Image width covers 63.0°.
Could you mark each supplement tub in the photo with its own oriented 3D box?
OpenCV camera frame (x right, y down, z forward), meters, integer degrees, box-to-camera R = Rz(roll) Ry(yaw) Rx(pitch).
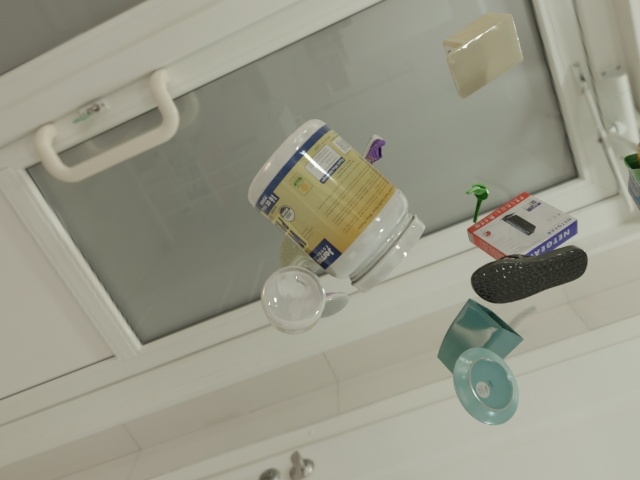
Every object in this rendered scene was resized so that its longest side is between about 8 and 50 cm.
[{"bbox_3d":[0.034,-0.066,1.071,0.316,0.228,0.228,42,11,-1],"label":"supplement tub"},{"bbox_3d":[-0.063,0.147,1.236,0.199,0.144,0.144,99,-27,-75],"label":"supplement tub"}]

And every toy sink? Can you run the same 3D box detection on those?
[{"bbox_3d":[0.472,-0.567,1.603,0.153,0.234,0.131,58,-4,-32],"label":"toy sink"}]

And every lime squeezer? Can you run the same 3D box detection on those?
[{"bbox_3d":[0.580,-0.168,1.950,0.059,0.110,0.310,43,1,26],"label":"lime squeezer"}]

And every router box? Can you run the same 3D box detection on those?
[{"bbox_3d":[0.861,-0.042,2.243,0.301,0.335,0.082,46,-16,51],"label":"router box"}]

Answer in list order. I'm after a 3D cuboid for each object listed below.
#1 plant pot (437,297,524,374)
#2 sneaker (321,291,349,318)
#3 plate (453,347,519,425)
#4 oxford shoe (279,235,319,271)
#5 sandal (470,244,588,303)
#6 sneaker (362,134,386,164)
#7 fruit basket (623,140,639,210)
[{"bbox_3d":[0.523,0.352,1.778,0.165,0.234,0.166,27,15,-41],"label":"plant pot"},{"bbox_3d":[-0.045,0.215,1.949,0.161,0.282,0.102,-117,-162,-44],"label":"sneaker"},{"bbox_3d":[0.410,0.351,1.272,0.024,0.188,0.188,-52,-129,55],"label":"plate"},{"bbox_3d":[0.000,0.000,1.534,0.449,0.130,0.169,141,-49,-63],"label":"oxford shoe"},{"bbox_3d":[0.719,0.113,1.839,0.107,0.446,0.167,-127,-150,-64],"label":"sandal"},{"bbox_3d":[0.188,-0.305,1.916,0.068,0.071,0.170,-56,174,-46],"label":"sneaker"},{"bbox_3d":[0.840,-0.211,1.272,0.353,0.165,0.327,54,27,-35],"label":"fruit basket"}]
